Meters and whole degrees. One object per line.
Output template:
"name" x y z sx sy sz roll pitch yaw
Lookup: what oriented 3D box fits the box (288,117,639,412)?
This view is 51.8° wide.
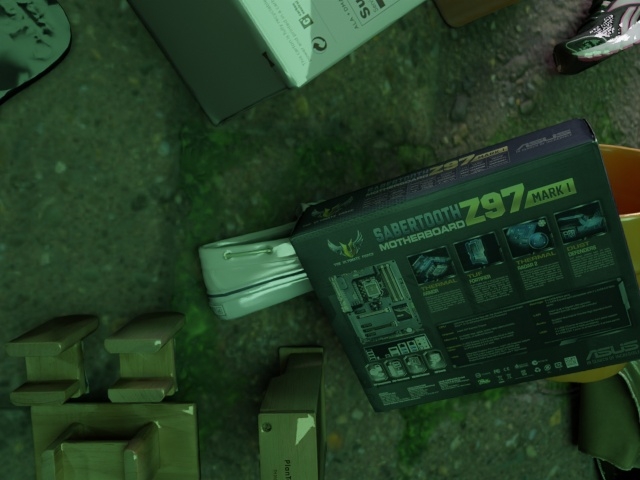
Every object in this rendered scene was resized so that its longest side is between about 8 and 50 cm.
"box" 0.117 0.030 0.518 0.232 0.059 0.183 -18 113 19

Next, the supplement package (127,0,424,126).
"supplement package" -0.055 -0.213 0.466 0.145 0.262 0.204 -38 105 -13

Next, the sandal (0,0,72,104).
"sandal" -0.300 -0.104 0.502 0.097 0.054 0.254 41 82 -18

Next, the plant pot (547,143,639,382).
"plant pot" 0.239 0.025 0.639 0.205 0.205 0.188 -14 115 -17

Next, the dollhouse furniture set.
"dollhouse furniture set" -0.119 0.167 0.572 0.242 0.161 0.212 -1 97 3

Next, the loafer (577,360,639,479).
"loafer" 0.335 0.210 0.731 0.087 0.094 0.251 -33 105 -18

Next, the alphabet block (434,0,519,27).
"alphabet block" 0.186 -0.330 0.573 0.192 0.197 0.193 -37 105 -13

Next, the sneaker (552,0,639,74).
"sneaker" 0.310 -0.238 0.703 0.178 0.072 0.077 -29 92 -22

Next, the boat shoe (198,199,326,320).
"boat shoe" 0.000 0.000 0.601 0.226 0.083 0.076 -22 103 -15
